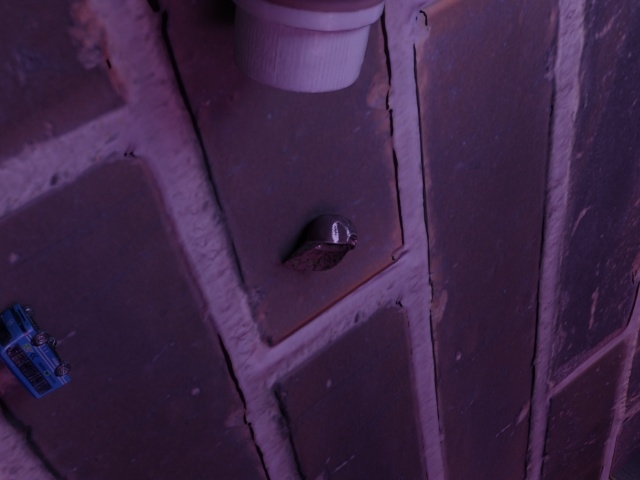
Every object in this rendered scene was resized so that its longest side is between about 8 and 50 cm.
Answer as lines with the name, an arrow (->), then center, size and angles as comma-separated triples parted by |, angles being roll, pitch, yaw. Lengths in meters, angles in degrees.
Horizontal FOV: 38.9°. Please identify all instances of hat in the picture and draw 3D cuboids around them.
hat -> -0.002, 0.000, 0.930 | 0.058, 0.042, 0.087 | 16, 145, -43

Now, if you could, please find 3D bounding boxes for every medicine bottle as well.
medicine bottle -> -0.001, -0.234, 0.626 | 0.147, 0.147, 0.247 | -18, 134, -34

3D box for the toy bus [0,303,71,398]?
toy bus -> -0.245, 0.094, 0.763 | 0.046, 0.038, 0.083 | -33, 141, -14
